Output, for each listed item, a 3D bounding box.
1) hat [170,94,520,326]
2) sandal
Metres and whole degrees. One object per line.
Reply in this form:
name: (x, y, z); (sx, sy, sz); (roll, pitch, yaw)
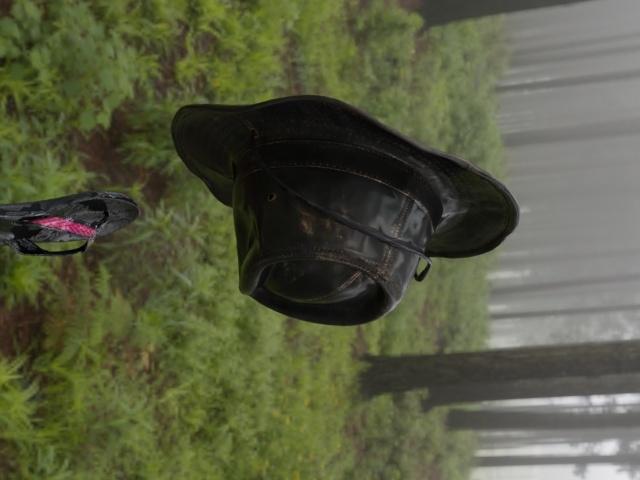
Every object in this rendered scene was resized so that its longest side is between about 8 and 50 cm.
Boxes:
hat: (0.000, 0.000, 0.776); (0.331, 0.331, 0.134); (54, 50, -65)
sandal: (-0.242, -0.006, 0.772); (0.179, 0.067, 0.040); (-9, 58, -38)
